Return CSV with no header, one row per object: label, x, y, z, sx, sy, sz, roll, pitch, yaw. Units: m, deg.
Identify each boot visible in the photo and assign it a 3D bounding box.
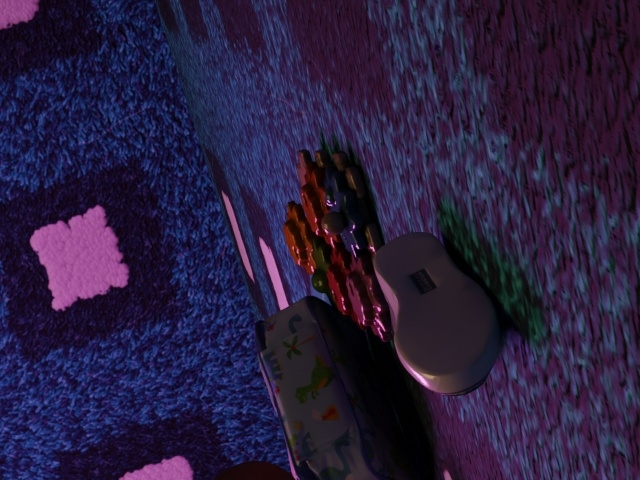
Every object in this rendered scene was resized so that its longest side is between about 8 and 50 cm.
boot,0.086,0.068,0.981,0.190,0.069,0.086,-103,-9,-64

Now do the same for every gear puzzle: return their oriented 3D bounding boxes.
gear puzzle,0.000,0.000,1.451,0.339,0.044,0.175,-162,54,-77

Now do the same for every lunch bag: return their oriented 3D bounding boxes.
lunch bag,0.020,0.177,1.523,0.176,0.090,0.219,36,-151,-59

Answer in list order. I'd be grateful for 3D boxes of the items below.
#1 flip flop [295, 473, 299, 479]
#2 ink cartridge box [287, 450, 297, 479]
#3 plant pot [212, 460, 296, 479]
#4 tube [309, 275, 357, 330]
flip flop,0.052,0.395,2.024,0.080,0.112,0.277,12,-132,-61
ink cartridge box,0.026,0.408,2.259,0.160,0.092,0.219,85,165,-63
plant pot,-0.086,0.372,1.750,0.254,0.237,0.237,-86,-19,-70
tube,0.010,0.056,1.634,0.080,0.052,0.207,39,142,56
